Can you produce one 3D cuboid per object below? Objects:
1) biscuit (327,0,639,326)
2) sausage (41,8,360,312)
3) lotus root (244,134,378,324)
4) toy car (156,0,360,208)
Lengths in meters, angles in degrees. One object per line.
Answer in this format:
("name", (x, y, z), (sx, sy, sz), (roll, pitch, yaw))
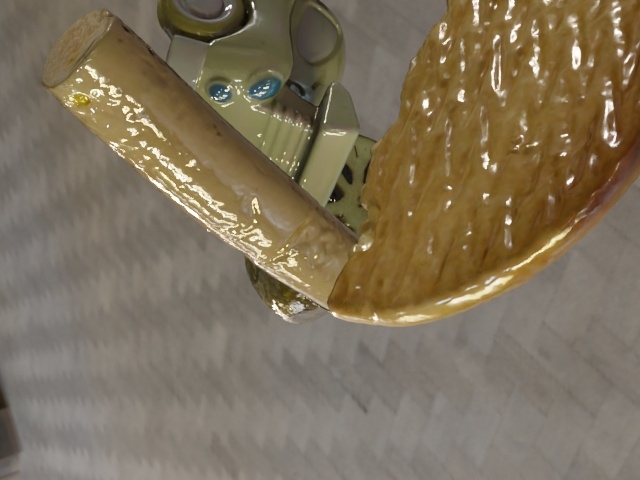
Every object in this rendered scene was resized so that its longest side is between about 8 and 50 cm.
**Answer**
("biscuit", (0.086, -0.064, 0.413), (0.144, 0.033, 0.224), (-1, 62, 45))
("sausage", (-0.048, -0.028, 0.608), (0.066, 0.301, 0.066), (-23, 49, 28))
("lotus root", (0.000, 0.000, 1.511), (0.250, 0.250, 0.346), (66, 155, 13))
("toy car", (-0.058, -0.217, 1.068), (0.242, 0.226, 0.336), (114, 171, -53))
